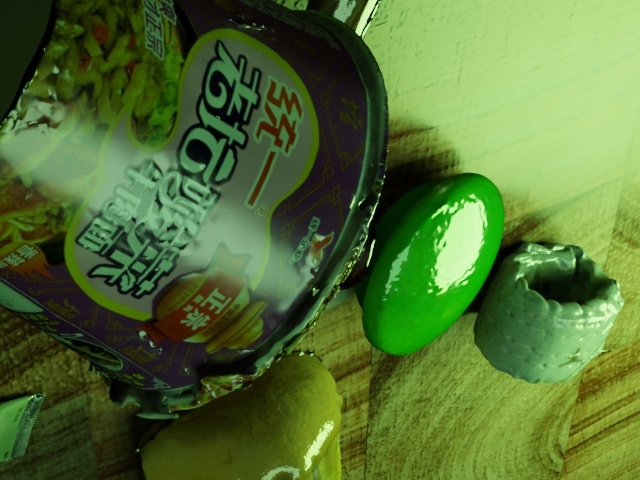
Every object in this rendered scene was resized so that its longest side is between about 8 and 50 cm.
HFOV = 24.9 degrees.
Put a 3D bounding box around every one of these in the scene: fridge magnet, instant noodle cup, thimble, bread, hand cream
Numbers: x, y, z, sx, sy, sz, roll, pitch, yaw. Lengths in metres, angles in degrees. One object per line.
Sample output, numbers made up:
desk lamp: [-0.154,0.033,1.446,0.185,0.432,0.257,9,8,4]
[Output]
fridge magnet: [0.111,0.022,1.480,0.208,0.088,0.208,-34,141,-33]
instant noodle cup: [-0.158,-0.073,1.022,0.266,0.340,0.340,30,107,-42]
thimble: [0.258,0.081,1.644,0.151,0.127,0.117,-11,136,-37]
bread: [-0.063,0.236,1.524,0.262,0.163,0.204,-31,132,-32]
hand cream: [-0.362,0.194,1.329,0.235,0.055,0.086,-9,136,-42]

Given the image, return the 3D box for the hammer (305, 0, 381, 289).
hammer: [-0.009,-0.136,1.233,0.243,0.095,0.408,10,116,-32]

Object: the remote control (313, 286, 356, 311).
remote control: [0.000,0.000,1.436,0.088,0.029,0.190,-27,140,-14]
